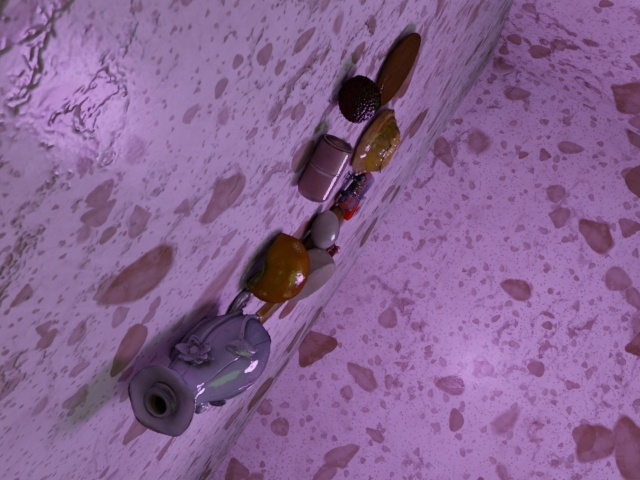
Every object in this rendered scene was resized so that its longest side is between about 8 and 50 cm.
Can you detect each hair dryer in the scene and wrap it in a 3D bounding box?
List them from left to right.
[{"bbox_3d":[0.048,-0.248,1.629,0.190,0.106,0.344,-62,174,26],"label":"hair dryer"}]

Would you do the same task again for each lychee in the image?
[{"bbox_3d":[0.108,-0.389,1.413,0.123,0.123,0.129,-44,136,-47],"label":"lychee"}]

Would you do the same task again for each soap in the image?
[{"bbox_3d":[-0.200,0.275,2.158,0.252,0.037,0.092,-42,161,-50],"label":"soap"}]

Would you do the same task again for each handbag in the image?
[{"bbox_3d":[0.022,0.083,2.363,0.157,0.059,0.212,-47,180,11],"label":"handbag"}]

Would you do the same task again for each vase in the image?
[{"bbox_3d":[-0.311,0.353,1.413,0.250,0.249,0.445,-60,167,18],"label":"vase"}]

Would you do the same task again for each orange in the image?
[{"bbox_3d":[-0.128,0.107,1.688,0.237,0.158,0.179,-57,153,10],"label":"orange"}]

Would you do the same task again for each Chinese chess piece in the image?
[{"bbox_3d":[-0.058,0.135,2.036,0.250,0.101,0.250,-33,160,-13],"label":"Chinese chess piece"}]

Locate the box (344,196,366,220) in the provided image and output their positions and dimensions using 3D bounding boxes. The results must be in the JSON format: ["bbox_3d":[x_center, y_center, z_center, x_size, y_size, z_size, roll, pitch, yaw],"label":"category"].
[{"bbox_3d":[0.158,-0.159,2.446,0.152,0.048,0.100,-30,150,-61],"label":"box"}]

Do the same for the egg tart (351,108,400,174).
[{"bbox_3d":[0.230,-0.370,1.990,0.290,0.115,0.290,-55,169,-15],"label":"egg tart"}]

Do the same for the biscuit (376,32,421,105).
[{"bbox_3d":[0.253,-0.569,1.716,0.262,0.037,0.262,-53,169,-15],"label":"biscuit"}]

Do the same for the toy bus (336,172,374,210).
[{"bbox_3d":[0.146,-0.208,2.127,0.192,0.077,0.065,-51,-152,-18],"label":"toy bus"}]

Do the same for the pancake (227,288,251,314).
[{"bbox_3d":[-0.274,0.220,1.730,0.130,0.022,0.116,-59,166,16],"label":"pancake"}]

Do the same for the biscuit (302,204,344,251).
[{"bbox_3d":[0.000,0.000,2.178,0.291,0.062,0.237,-49,167,-28],"label":"biscuit"}]

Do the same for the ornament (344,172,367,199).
[{"bbox_3d":[0.133,-0.222,2.054,0.125,0.028,0.074,36,80,-41],"label":"ornament"}]

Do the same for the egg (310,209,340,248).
[{"bbox_3d":[0.018,-0.043,1.990,0.114,0.114,0.152,-27,130,-68],"label":"egg"}]
